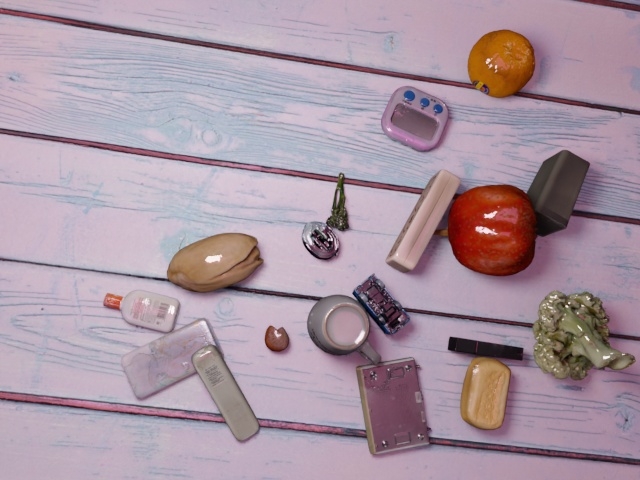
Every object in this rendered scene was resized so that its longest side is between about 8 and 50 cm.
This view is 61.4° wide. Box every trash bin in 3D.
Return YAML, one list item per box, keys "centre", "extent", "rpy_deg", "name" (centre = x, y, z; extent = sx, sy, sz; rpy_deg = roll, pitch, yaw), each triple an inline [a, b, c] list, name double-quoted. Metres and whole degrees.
- centre: [0.759, -0.155, 1.762]
  extent: [0.122, 0.164, 0.241]
  rpy_deg: [29, 80, -1]
  name: "trash bin"

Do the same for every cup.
- centre: [0.088, 0.278, 1.606]
  extent: [0.258, 0.234, 0.186]
  rpy_deg: [42, 81, -1]
  name: "cup"

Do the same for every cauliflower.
- centre: [0.772, 0.306, 1.653]
  extent: [0.260, 0.281, 0.327]
  rpy_deg: [-32, 103, 23]
  name: "cauliflower"

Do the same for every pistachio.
- centre: [-0.323, 0.065, 1.635]
  extent: [0.292, 0.182, 0.162]
  rpy_deg: [-20, 122, -5]
  name: "pistachio"

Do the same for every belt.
- centre: [0.000, 0.000, 1.722]
  extent: [0.140, 0.058, 0.105]
  rpy_deg: [45, 80, 2]
  name: "belt"

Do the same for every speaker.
- centre: [0.523, 0.343, 1.711]
  extent: [0.217, 0.082, 0.044]
  rpy_deg: [9, 81, -3]
  name: "speaker"

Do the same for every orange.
- centre: [0.598, -0.586, 1.794]
  extent: [0.219, 0.193, 0.220]
  rpy_deg: [0, 93, 6]
  name: "orange"

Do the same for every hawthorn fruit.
- centre: [0.505, -0.030, 1.689]
  extent: [0.329, 0.287, 0.288]
  rpy_deg: [-1, 81, 21]
  name: "hawthorn fruit"

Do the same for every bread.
- centre: [0.510, 0.474, 1.684]
  extent: [0.147, 0.098, 0.218]
  rpy_deg: [17, 83, -4]
  name: "bread"

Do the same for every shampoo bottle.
- centre: [-0.547, 0.206, 1.645]
  extent: [0.220, 0.051, 0.108]
  rpy_deg: [14, 82, -3]
  name: "shampoo bottle"

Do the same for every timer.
- centre: [0.314, -0.405, 1.803]
  extent: [0.208, 0.069, 0.191]
  rpy_deg: [25, 81, -3]
  name: "timer"

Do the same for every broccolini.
- centre: [0.059, -0.130, 1.746]
  extent: [0.073, 0.058, 0.202]
  rpy_deg: [4, 83, -12]
  name: "broccolini"

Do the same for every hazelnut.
- centre: [-0.133, 0.299, 1.659]
  extent: [0.086, 0.086, 0.087]
  rpy_deg: [1, 82, -5]
  name: "hazelnut"

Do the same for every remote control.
- centre: [-0.283, 0.459, 1.620]
  extent: [0.090, 0.038, 0.310]
  rpy_deg: [-30, 96, -12]
  name: "remote control"

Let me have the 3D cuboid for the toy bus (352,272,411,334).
- centre: [0.189, 0.204, 1.687]
  extent: [0.090, 0.106, 0.185]
  rpy_deg: [-37, 82, -13]
  name: "toy bus"

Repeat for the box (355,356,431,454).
- centre: [0.229, 0.511, 1.679]
  extent: [0.210, 0.045, 0.271]
  rpy_deg: [-7, 83, -5]
  name: "box"

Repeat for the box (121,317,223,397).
- centre: [-0.449, 0.355, 1.640]
  extent: [0.284, 0.044, 0.142]
  rpy_deg: [-26, 81, -9]
  name: "box"

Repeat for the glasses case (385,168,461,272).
- centre: [0.325, -0.060, 1.719]
  extent: [0.076, 0.144, 0.337]
  rpy_deg: [30, 80, 0]
  name: "glasses case"
